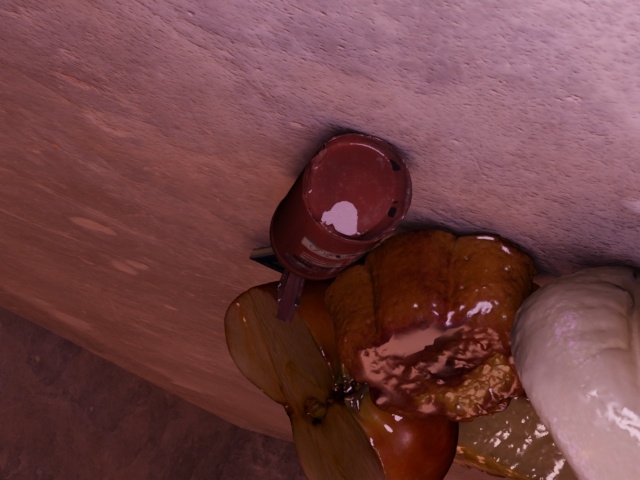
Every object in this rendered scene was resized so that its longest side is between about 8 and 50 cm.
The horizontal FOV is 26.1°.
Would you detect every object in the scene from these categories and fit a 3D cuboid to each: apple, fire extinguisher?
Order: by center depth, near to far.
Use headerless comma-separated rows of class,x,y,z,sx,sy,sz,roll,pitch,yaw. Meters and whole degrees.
fire extinguisher,0.000,0.000,1.427,0.106,0.147,0.337,23,166,-4
apple,0.026,0.199,1.785,0.328,0.295,0.365,21,161,-10

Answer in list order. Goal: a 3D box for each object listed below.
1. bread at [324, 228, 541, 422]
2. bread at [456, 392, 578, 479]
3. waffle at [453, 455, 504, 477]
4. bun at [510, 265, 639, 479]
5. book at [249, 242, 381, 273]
bread,0.143,0.098,1.512,0.246,0.135,0.232,-27,127,30
bread,0.373,0.314,2.075,0.323,0.143,0.333,21,176,21
waffle,0.223,0.326,2.471,0.261,0.114,0.376,29,164,-36
bun,0.351,0.162,1.325,0.365,0.219,0.365,48,-165,-17
book,0.062,0.051,1.818,0.228,0.018,0.322,25,165,-20
